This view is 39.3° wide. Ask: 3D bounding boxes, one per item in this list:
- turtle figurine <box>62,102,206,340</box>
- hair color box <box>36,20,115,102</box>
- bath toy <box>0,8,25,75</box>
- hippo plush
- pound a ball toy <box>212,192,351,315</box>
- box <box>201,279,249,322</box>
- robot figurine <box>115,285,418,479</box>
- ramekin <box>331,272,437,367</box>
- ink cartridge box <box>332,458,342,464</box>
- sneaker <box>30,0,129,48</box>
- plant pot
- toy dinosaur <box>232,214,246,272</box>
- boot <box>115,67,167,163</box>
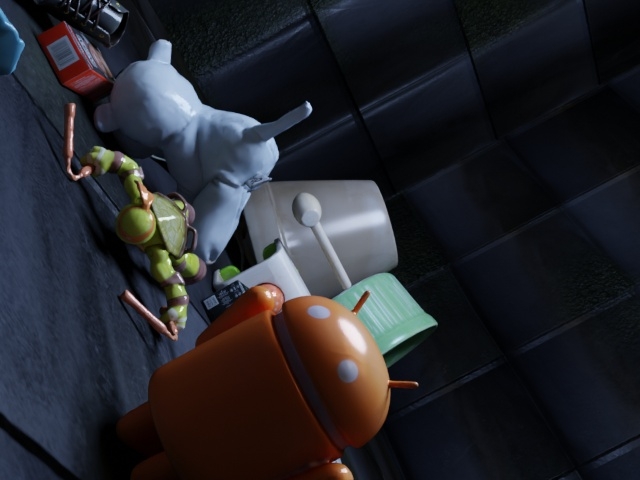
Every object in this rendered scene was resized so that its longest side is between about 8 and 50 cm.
[{"bbox_3d":[-0.183,-0.022,0.981,0.269,0.087,0.217,62,2,6],"label":"turtle figurine"},{"bbox_3d":[-0.312,-0.229,1.164,0.072,0.043,0.141,61,1,1],"label":"hair color box"},{"bbox_3d":[-0.282,-0.220,0.537,0.348,0.129,0.151,62,2,29],"label":"bath toy"},{"bbox_3d":[-0.193,-0.117,1.207,0.236,0.234,0.294,32,-10,-8],"label":"hippo plush"},{"bbox_3d":[-0.030,0.111,1.443,0.319,0.208,0.136,62,1,-16],"label":"pound a ball toy"},{"bbox_3d":[-0.123,0.099,1.281,0.052,0.062,0.083,61,2,16],"label":"box"},{"bbox_3d":[-0.042,0.121,0.680,0.128,0.219,0.158,62,2,-18],"label":"robot figurine"},{"bbox_3d":[0.073,0.199,1.823,0.148,0.303,0.303,55,0,14],"label":"ramekin"},{"bbox_3d":[-0.026,0.271,1.059,0.148,0.086,0.203,61,3,-33],"label":"ink cartridge box"},{"bbox_3d":[-0.312,-0.317,1.134,0.118,0.083,0.222,30,1,0],"label":"sneaker"},{"bbox_3d":[0.000,0.000,1.862,0.323,0.280,0.323,164,-90,-86],"label":"plant pot"},{"bbox_3d":[-0.169,-0.023,1.833,0.112,0.064,0.211,63,2,-21],"label":"toy dinosaur"},{"bbox_3d":[-0.269,-0.212,1.556,0.176,0.088,0.244,61,5,15],"label":"boot"}]
